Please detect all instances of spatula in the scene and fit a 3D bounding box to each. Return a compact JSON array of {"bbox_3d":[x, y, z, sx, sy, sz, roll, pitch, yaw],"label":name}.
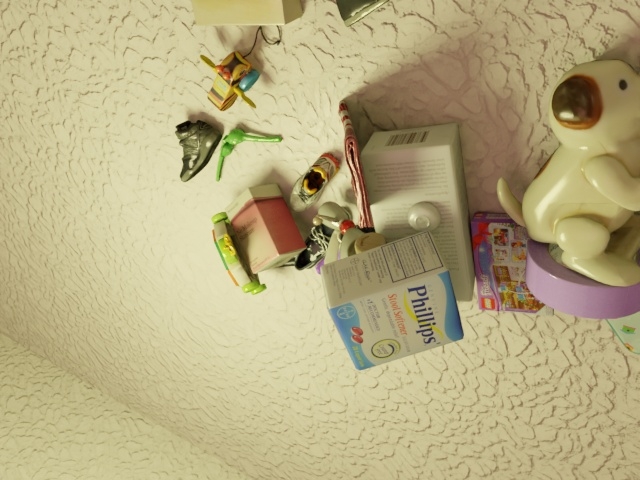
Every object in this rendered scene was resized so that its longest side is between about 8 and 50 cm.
[{"bbox_3d":[-0.061,0.074,1.910,0.296,0.030,0.084,-3,107,34],"label":"spatula"}]

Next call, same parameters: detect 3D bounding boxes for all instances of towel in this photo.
[{"bbox_3d":[0.081,-0.202,1.454,0.037,0.329,0.237,-12,118,4],"label":"towel"}]

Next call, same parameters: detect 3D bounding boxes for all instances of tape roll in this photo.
[{"bbox_3d":[0.615,0.059,1.317,0.275,0.275,0.090,9,125,25],"label":"tape roll"}]

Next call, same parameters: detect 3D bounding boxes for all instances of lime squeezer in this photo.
[{"bbox_3d":[-0.260,-0.284,1.776,0.310,0.059,0.110,-25,137,38],"label":"lime squeezer"}]

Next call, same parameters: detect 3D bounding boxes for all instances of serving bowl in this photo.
[{"bbox_3d":[0.254,-0.052,1.418,0.083,0.027,0.083,10,124,15],"label":"serving bowl"}]

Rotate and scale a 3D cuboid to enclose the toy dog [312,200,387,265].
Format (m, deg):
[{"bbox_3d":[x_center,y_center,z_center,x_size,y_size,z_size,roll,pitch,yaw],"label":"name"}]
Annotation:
[{"bbox_3d":[0.055,0.023,1.560,0.333,0.161,0.220,32,142,65],"label":"toy dog"}]

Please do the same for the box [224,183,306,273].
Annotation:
[{"bbox_3d":[-0.171,-0.038,1.780,0.148,0.127,0.232,-35,76,42],"label":"box"}]

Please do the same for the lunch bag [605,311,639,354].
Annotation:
[{"bbox_3d":[0.830,0.138,1.389,0.279,0.108,0.224,-34,96,39],"label":"lunch bag"}]

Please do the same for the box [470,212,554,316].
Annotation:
[{"bbox_3d":[0.521,0.065,1.550,0.201,0.057,0.293,3,122,27],"label":"box"}]

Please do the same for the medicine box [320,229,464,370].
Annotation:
[{"bbox_3d":[0.179,0.153,1.420,0.289,0.149,0.263,-18,130,6],"label":"medicine box"}]

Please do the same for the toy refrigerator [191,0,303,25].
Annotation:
[{"bbox_3d":[-0.189,-0.607,1.466,0.269,0.102,0.094,10,126,25],"label":"toy refrigerator"}]

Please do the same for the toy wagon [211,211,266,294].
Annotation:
[{"bbox_3d":[-0.272,0.041,1.831,0.068,0.344,0.267,-26,80,2],"label":"toy wagon"}]

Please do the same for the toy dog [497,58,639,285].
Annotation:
[{"bbox_3d":[0.592,-0.180,1.233,0.395,0.284,0.408,28,135,43],"label":"toy dog"}]

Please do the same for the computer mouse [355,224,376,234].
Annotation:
[{"bbox_3d":[0.170,-0.040,1.702,0.242,0.041,0.071,-23,109,32],"label":"computer mouse"}]

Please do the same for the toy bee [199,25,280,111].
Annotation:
[{"bbox_3d":[-0.249,-0.459,1.564,0.195,0.162,0.298,29,131,12],"label":"toy bee"}]

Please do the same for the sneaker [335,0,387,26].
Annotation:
[{"bbox_3d":[0.113,-0.592,1.312,0.222,0.083,0.118,-20,109,39],"label":"sneaker"}]

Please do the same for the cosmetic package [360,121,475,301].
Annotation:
[{"bbox_3d":[0.271,-0.062,1.523,0.230,0.161,0.453,-2,120,22],"label":"cosmetic package"}]

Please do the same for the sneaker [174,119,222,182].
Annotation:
[{"bbox_3d":[-0.411,-0.292,1.826,0.130,0.087,0.227,40,129,2],"label":"sneaker"}]

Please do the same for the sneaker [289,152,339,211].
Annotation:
[{"bbox_3d":[-0.036,-0.161,1.692,0.088,0.093,0.225,38,133,1],"label":"sneaker"}]

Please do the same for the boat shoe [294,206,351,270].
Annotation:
[{"bbox_3d":[0.000,0.000,1.780,0.095,0.079,0.254,47,123,4],"label":"boat shoe"}]
